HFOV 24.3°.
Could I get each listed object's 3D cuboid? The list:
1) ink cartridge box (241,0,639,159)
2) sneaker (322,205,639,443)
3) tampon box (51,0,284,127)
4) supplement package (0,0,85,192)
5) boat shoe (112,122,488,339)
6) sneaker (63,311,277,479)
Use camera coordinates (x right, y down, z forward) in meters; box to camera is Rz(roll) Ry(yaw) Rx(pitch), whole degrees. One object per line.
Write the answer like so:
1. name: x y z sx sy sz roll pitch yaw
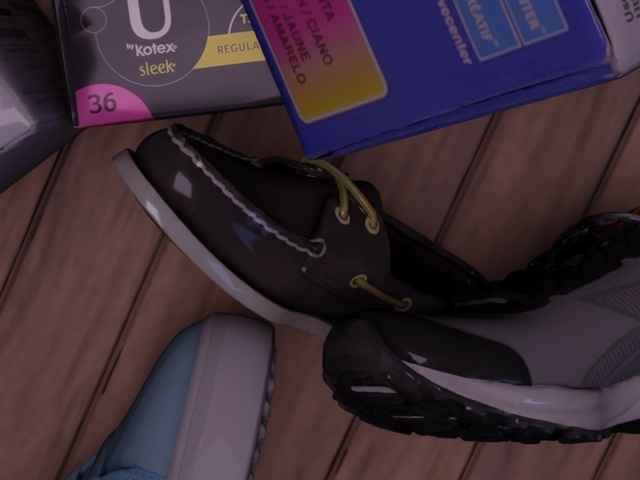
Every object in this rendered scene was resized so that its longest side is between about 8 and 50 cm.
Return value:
1. ink cartridge box: 0.076 -0.204 0.524 0.395 0.151 0.270 -29 100 -41
2. sneaker: 0.111 0.037 0.661 0.271 0.100 0.108 1 86 -39
3. tampon box: -0.044 -0.108 0.640 0.120 0.161 0.101 -8 99 1
4. supplement package: -0.244 -0.033 0.627 0.262 0.204 0.145 -35 96 4
5. boat shoe: 0.000 0.000 0.650 0.069 0.081 0.228 -42 142 10
6. sneaker: -0.144 0.184 0.698 0.150 0.135 0.366 25 97 -8
